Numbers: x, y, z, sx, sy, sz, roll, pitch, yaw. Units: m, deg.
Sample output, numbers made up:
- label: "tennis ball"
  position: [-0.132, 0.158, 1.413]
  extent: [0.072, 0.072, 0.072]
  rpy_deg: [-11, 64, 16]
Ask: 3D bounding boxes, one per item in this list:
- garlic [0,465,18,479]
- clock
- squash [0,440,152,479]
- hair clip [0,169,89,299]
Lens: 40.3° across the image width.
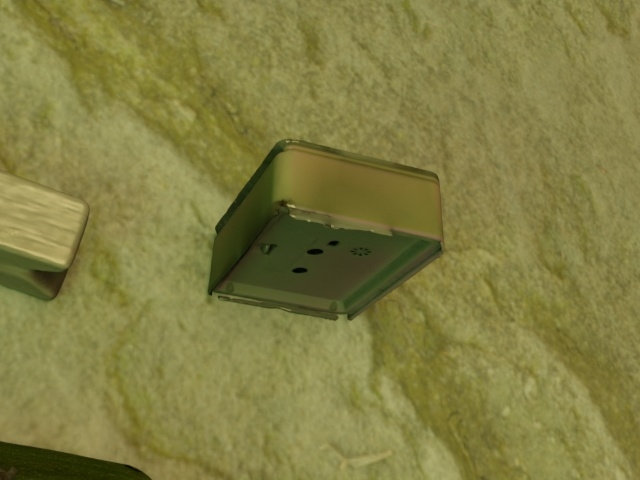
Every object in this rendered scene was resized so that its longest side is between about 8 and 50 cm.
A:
- label: "garlic"
  position: [-0.274, 0.247, 0.467]
  extent: [0.210, 0.237, 0.292]
  rpy_deg: [14, 68, -19]
- label: "clock"
  position: [0.000, 0.000, 0.738]
  extent: [0.147, 0.192, 0.071]
  rpy_deg: [11, 64, -19]
- label: "squash"
  position: [-0.247, 0.171, 0.626]
  extent: [0.318, 0.071, 0.080]
  rpy_deg: [20, 79, -13]
- label: "hair clip"
  position: [-0.348, -0.042, 0.661]
  extent: [0.331, 0.101, 0.085]
  rpy_deg: [23, 58, -16]
